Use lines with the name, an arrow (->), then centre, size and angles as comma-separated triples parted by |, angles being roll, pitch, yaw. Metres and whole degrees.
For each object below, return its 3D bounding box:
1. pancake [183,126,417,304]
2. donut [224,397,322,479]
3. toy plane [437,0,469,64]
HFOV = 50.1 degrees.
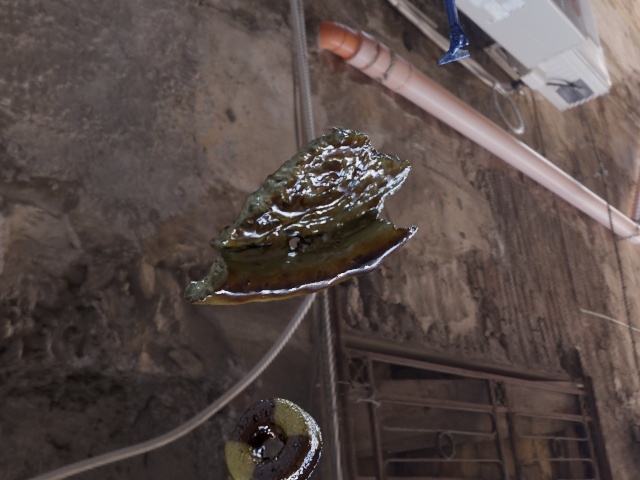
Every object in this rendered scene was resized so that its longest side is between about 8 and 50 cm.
pancake -> 0.000, 0.000, 0.749 | 0.257, 0.212, 0.056 | -44, -129, 9
donut -> -0.069, 0.281, 0.936 | 0.140, 0.059, 0.140 | -8, -128, 10
toy plane -> 0.110, -0.247, 0.616 | 0.062, 0.054, 0.167 | 16, -57, 65
